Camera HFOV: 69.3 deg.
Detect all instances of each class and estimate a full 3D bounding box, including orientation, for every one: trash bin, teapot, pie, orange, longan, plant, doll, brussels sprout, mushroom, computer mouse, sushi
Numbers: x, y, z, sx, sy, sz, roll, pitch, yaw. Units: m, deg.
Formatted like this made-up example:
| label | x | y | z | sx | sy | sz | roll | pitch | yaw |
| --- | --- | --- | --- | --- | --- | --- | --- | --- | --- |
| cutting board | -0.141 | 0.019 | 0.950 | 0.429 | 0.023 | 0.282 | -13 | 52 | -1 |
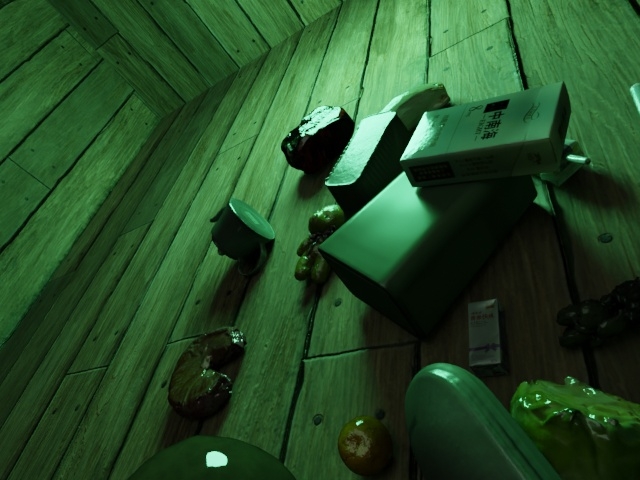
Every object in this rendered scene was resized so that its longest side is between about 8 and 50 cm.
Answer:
| label | x | y | z | sx | sy | sz | roll | pitch | yaw |
| --- | --- | --- | --- | --- | --- | --- | --- | --- | --- |
| trash bin | 0.199 | -0.021 | 0.851 | 0.343 | 0.158 | 0.223 | -44 | 34 | -13 |
| teapot | -0.230 | -0.005 | 1.281 | 0.149 | 0.162 | 0.239 | -45 | 62 | 12 |
| pie | -0.259 | 0.294 | 1.046 | 0.205 | 0.054 | 0.218 | -28 | 36 | 20 |
| orange | 0.066 | 0.305 | 0.691 | 0.084 | 0.070 | 0.083 | -15 | 56 | 24 |
| longan | -0.148 | 0.413 | 0.598 | 0.298 | 0.297 | 0.297 | -27 | 37 | 22 |
| plant | 0.392 | 0.091 | 0.602 | 0.174 | 0.087 | 0.085 | -29 | 61 | 27 |
| doll | 0.000 | 0.000 | 1.081 | 0.137 | 0.097 | 0.209 | -5 | 53 | 34 |
| brussels sprout | 0.286 | 0.228 | 0.514 | 0.149 | 0.152 | 0.121 | 12 | 96 | 25 |
| mushroom | 0.191 | -0.288 | 1.215 | 0.351 | 0.095 | 0.123 | -45 | 53 | -3 |
| computer mouse | 0.183 | 0.281 | 0.499 | 0.095 | 0.197 | 0.331 | -15 | 31 | -13 |
| sushi | -0.008 | -0.307 | 1.393 | 0.225 | 0.136 | 0.126 | -43 | 42 | -10 |

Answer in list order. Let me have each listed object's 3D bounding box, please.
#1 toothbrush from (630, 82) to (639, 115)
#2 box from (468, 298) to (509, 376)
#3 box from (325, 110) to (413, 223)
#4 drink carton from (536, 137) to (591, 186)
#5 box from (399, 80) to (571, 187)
| label | x | y | z | sx | sy | sz | roll | pitch | yaw |
| --- | --- | --- | --- | --- | --- | --- | --- | --- | --- |
| toothbrush | 0.552 | -0.156 | 0.758 | 0.030 | 0.025 | 0.342 | -16 | 42 | 37 |
| box | 0.255 | 0.147 | 0.707 | 0.051 | 0.036 | 0.117 | -18 | 40 | 30 |
| box | 0.126 | -0.137 | 1.029 | 0.138 | 0.178 | 0.274 | -2 | 50 | 45 |
| drink carton | 0.418 | -0.154 | 0.845 | 0.084 | 0.074 | 0.200 | -41 | 35 | 4 |
| box | 0.273 | -0.171 | 0.774 | 0.243 | 0.067 | 0.155 | -1 | 47 | 40 |
